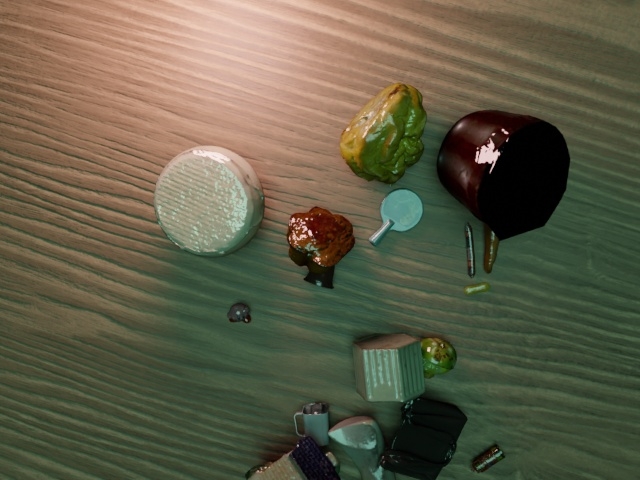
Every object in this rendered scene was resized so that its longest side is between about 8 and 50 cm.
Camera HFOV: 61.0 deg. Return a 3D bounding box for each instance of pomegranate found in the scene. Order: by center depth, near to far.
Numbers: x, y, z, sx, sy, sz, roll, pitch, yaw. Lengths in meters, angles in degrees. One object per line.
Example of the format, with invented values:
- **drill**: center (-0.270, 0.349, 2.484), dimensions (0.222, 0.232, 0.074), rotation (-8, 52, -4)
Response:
- **pomegranate**: center (0.400, 0.403, 1.894), dimensions (0.143, 0.169, 0.122), rotation (10, 58, 9)

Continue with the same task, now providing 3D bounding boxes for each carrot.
- **carrot**: center (0.593, 0.014, 1.888), dimensions (0.061, 0.061, 0.210), rotation (2, 99, 3)

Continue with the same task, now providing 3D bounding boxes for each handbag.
- **handbag**: center (0.350, 0.686, 1.876), dimensions (0.257, 0.113, 0.285), rotation (23, 96, -27)

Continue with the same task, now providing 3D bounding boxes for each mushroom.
- **mushroom**: center (0.178, 0.819, 1.928), dimensions (0.177, 0.126, 0.397), rotation (-20, 94, 6)

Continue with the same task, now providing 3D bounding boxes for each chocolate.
- **chocolate**: center (0.539, -0.231, 1.733), dimensions (0.383, 0.331, 0.384), rotation (-13, 115, -30)

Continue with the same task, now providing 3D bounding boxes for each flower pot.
- **flower pot**: center (0.229, 0.429, 1.848), dimensions (0.239, 0.209, 0.190), rotation (-6, 93, 19)
- **flower pot**: center (0.005, 0.111, 1.911), dimensions (0.111, 0.111, 0.089), rotation (16, 80, 2)

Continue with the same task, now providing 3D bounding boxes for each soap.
- **soap**: center (0.553, 0.171, 1.917), dimensions (0.089, 0.012, 0.034), rotation (-14, 93, 4)

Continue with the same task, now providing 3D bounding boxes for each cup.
- **cup**: center (-0.029, 0.657, 1.945), dimensions (0.128, 0.095, 0.130), rotation (-4, 95, 4)

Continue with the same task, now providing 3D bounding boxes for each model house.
- **model house**: center (-0.062, 0.825, 1.867), dimensions (0.284, 0.298, 0.243), rotation (-33, 65, -6)

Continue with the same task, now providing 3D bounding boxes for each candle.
- **candle**: center (0.591, 0.784, 1.936), dimensions (0.130, 0.052, 0.052), rotation (-36, 91, 5)

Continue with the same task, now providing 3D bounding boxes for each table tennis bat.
- **table tennis bat**: center (0.258, -0.076, 1.910), dimensions (0.149, 0.038, 0.237), rotation (42, 92, 0)

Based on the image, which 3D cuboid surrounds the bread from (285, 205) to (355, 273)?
- **bread**: center (-0.007, -0.010, 1.838), dimensions (0.232, 0.247, 0.135), rotation (35, 140, 5)

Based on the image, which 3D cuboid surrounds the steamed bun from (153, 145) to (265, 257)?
- **steamed bun**: center (-0.366, -0.133, 1.840), dimensions (0.374, 0.241, 0.375), rotation (1, 99, 4)

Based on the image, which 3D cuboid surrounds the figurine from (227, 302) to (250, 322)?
- **figurine**: center (-0.295, 0.259, 1.949), dimensions (0.083, 0.071, 0.067), rotation (-11, 51, -3)

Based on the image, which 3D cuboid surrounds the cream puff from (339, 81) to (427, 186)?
- **cream puff**: center (0.235, -0.334, 1.786), dimensions (0.257, 0.291, 0.324), rotation (44, 75, -22)

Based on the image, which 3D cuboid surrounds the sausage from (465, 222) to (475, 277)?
- **sausage**: center (0.525, 0.035, 1.904), dimensions (0.028, 0.025, 0.198), rotation (-5, 93, 19)
